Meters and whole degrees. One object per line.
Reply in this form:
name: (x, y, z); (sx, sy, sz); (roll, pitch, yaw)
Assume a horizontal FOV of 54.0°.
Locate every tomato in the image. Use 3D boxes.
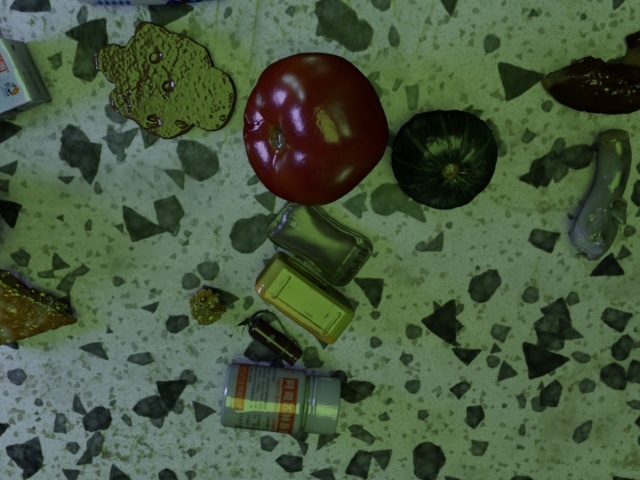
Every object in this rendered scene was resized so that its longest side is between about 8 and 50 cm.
tomato: (0.000, -0.208, 1.194); (0.226, 0.299, 0.298); (-16, 108, -39)

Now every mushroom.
mushroom: (0.589, -0.093, 1.306); (0.096, 0.099, 0.277); (10, 99, -17)

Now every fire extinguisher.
fire extinguisher: (-0.107, 0.210, 1.393); (0.157, 0.045, 0.078); (38, 72, -8)

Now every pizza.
pizza: (-0.625, 0.151, 1.362); (0.199, 0.062, 0.188); (11, 116, -10)

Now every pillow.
pillow: (0.000, 0.000, 1.345); (0.218, 0.033, 0.130); (36, 101, -9)

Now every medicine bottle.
medicine bottle: (-0.086, 0.349, 1.374); (0.252, 0.144, 0.144); (7, 103, -6)

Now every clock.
clock: (-0.035, 0.119, 1.317); (0.202, 0.143, 0.096); (35, 93, -8)

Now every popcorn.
popcorn: (-0.246, 0.145, 1.365); (0.083, 0.057, 0.082); (13, 104, -7)

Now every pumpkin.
pumpkin: (0.245, -0.164, 1.252); (0.212, 0.152, 0.211); (-5, 120, -8)

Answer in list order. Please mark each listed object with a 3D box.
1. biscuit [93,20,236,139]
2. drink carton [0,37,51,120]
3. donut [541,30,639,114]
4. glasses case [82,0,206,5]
biscuit: (-0.311, -0.314, 1.260); (0.291, 0.041, 0.208); (22, 102, -5)
drink carton: (-0.709, -0.276, 1.230); (0.315, 0.106, 0.130); (-20, 104, 4)
donut: (0.610, -0.319, 1.238); (0.295, 0.112, 0.151); (-24, 101, 6)
glasses case: (-0.319, -0.511, 1.180); (0.328, 0.076, 0.125); (-2, 136, 0)
